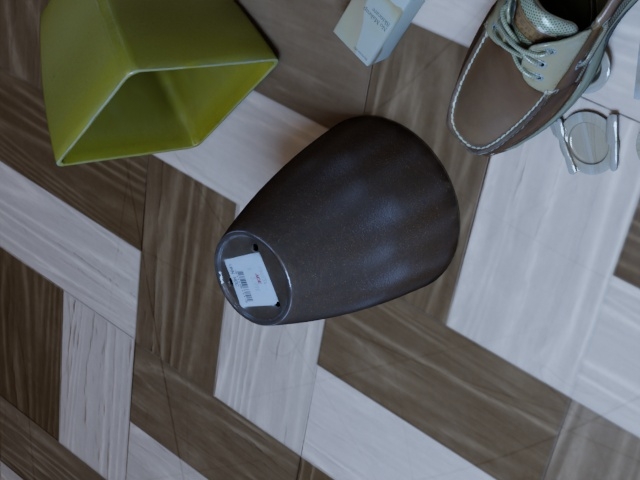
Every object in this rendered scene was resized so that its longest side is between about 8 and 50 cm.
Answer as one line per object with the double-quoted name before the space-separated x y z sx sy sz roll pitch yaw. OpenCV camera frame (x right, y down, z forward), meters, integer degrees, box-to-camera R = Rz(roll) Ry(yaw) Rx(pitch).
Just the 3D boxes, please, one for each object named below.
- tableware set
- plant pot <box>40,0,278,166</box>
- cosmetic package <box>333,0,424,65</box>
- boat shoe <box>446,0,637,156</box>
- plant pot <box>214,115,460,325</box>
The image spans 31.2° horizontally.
"tableware set" 0.288 -0.125 1.082 0.168 0.020 0.141 7 115 40
"plant pot" -0.216 -0.231 1.363 0.212 0.212 0.187 -37 72 46
"cosmetic package" 0.067 -0.246 1.204 0.060 0.041 0.115 46 134 14
"boat shoe" 0.205 -0.207 1.021 0.122 0.120 0.324 45 127 16
"plant pot" 0.000 0.000 1.254 0.215 0.230 0.215 20 124 34
